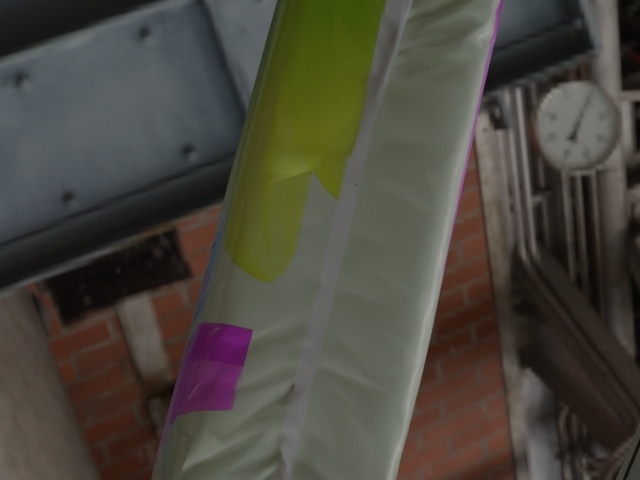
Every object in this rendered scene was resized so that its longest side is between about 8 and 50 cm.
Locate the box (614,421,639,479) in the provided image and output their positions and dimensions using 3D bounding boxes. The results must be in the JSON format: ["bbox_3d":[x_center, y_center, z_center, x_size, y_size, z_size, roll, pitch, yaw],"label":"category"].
[{"bbox_3d":[0.266,0.243,0.961,0.169,0.087,0.290,21,-106,23],"label":"box"}]

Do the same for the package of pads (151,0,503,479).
[{"bbox_3d":[0.000,0.000,0.677,0.101,0.229,0.297,15,-104,-4],"label":"package of pads"}]
